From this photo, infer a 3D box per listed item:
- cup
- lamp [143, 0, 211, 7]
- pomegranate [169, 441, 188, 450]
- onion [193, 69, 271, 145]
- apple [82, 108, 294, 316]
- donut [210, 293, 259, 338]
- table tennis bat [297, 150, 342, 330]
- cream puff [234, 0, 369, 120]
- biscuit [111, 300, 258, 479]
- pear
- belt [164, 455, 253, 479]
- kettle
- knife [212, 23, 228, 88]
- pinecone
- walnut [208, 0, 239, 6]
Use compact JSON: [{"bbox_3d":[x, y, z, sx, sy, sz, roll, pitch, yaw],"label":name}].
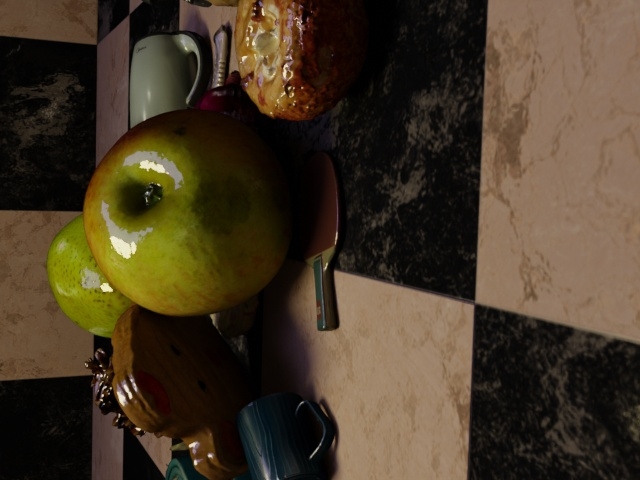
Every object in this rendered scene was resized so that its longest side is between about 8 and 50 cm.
[{"bbox_3d":[-0.054,0.311,1.248,0.150,0.114,0.138,111,147,-42],"label":"cup"},{"bbox_3d":[-0.243,-0.572,1.481,0.272,0.205,0.374,-67,-11,18],"label":"lamp"},{"bbox_3d":[-0.218,0.321,1.557,0.169,0.149,0.148,-63,-15,-67],"label":"pomegranate"},{"bbox_3d":[-0.177,-0.229,1.500,0.173,0.135,0.198,130,137,-51],"label":"onion"},{"bbox_3d":[-0.211,-0.041,1.313,0.340,0.340,0.339,180,90,-66],"label":"apple"},{"bbox_3d":[-0.162,0.101,1.552,0.175,0.068,0.174,178,90,-64],"label":"donut"},{"bbox_3d":[0.000,0.000,1.241,0.154,0.021,0.274,149,120,-63],"label":"table tennis bat"},{"bbox_3d":[-0.025,-0.278,1.130,0.240,0.164,0.240,33,131,49],"label":"cream puff"},{"bbox_3d":[-0.216,0.228,1.362,0.359,0.074,0.381,52,-171,5],"label":"biscuit"},{"bbox_3d":[-0.492,0.110,1.976,0.318,0.238,0.342,4,131,58],"label":"pear"},{"bbox_3d":[-0.152,0.577,1.396,0.300,0.173,0.436,133,132,-59],"label":"belt"},{"bbox_3d":[-0.329,-0.352,1.849,0.221,0.161,0.236,-19,68,36],"label":"kettle"},{"bbox_3d":[-0.228,-0.269,1.730,0.089,0.043,0.365,-146,60,-61],"label":"knife"},{"bbox_3d":[-0.400,0.332,1.869,0.244,0.257,0.243,-6,82,50],"label":"pinecone"},{"bbox_3d":[-0.123,-0.463,1.355,0.204,0.141,0.238,-52,-3,29],"label":"walnut"}]
